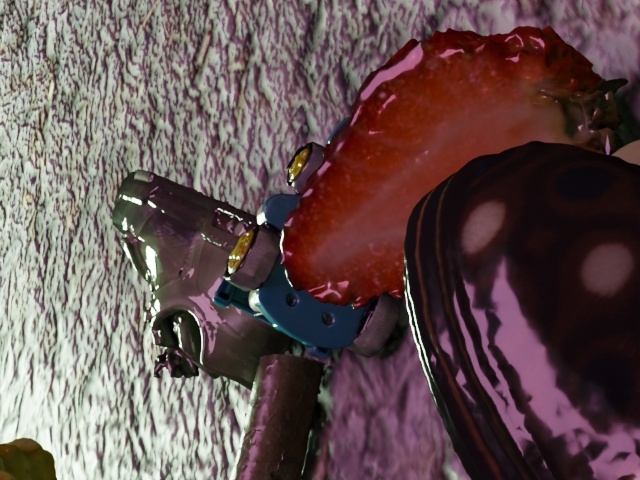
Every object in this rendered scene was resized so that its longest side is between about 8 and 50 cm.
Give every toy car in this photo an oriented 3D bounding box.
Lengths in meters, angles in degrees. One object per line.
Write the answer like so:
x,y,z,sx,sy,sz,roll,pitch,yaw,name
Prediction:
0.000,0.000,1.315,0.098,0.126,0.161,-17,48,65,toy car

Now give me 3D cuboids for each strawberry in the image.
0.093,-0.052,1.195,0.236,0.107,0.175,-4,96,23,strawberry

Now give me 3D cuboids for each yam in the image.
-0.034,0.147,1.329,0.054,0.054,0.132,-17,54,54,yam

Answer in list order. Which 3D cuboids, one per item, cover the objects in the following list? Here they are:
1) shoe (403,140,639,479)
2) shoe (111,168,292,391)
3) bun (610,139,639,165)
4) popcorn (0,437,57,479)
0.201,0.074,0.790,0.237,0.171,0.384,-45,58,30,shoe
-0.111,0.039,1.470,0.293,0.109,0.149,16,77,56,shoe
0.155,0.035,1.021,0.222,0.127,0.222,-40,40,43,bun
-0.325,0.312,1.449,0.312,0.312,0.312,-38,39,40,popcorn
